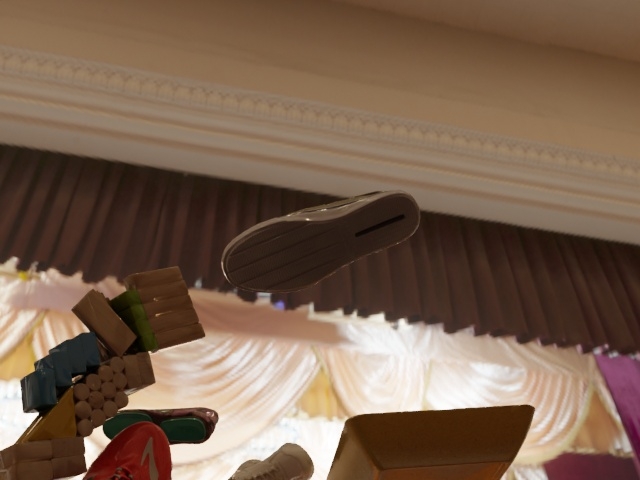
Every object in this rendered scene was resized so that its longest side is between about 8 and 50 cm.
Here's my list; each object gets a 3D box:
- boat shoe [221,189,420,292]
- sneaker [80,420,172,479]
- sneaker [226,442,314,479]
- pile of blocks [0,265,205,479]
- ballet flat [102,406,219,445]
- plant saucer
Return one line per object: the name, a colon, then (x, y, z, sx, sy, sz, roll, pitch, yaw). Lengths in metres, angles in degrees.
boat shoe: (0.000, 0.000, 1.182, 0.302, 0.094, 0.109, -16, -79, -10)
sneaker: (-0.236, 0.299, 0.883, 0.107, 0.279, 0.118, 28, -53, 1)
sneaker: (-0.108, 0.471, 1.560, 0.232, 0.115, 0.090, -35, -96, 37)
pile of blocks: (-0.291, 0.161, 0.986, 0.112, 0.362, 0.149, -28, -76, 36)
ballet flat: (-0.286, 0.337, 1.460, 0.221, 0.079, 0.077, -6, -86, 17)
plant saucer: (0.189, 0.413, 1.418, 0.332, 0.081, 0.333, -1, -40, -11)
